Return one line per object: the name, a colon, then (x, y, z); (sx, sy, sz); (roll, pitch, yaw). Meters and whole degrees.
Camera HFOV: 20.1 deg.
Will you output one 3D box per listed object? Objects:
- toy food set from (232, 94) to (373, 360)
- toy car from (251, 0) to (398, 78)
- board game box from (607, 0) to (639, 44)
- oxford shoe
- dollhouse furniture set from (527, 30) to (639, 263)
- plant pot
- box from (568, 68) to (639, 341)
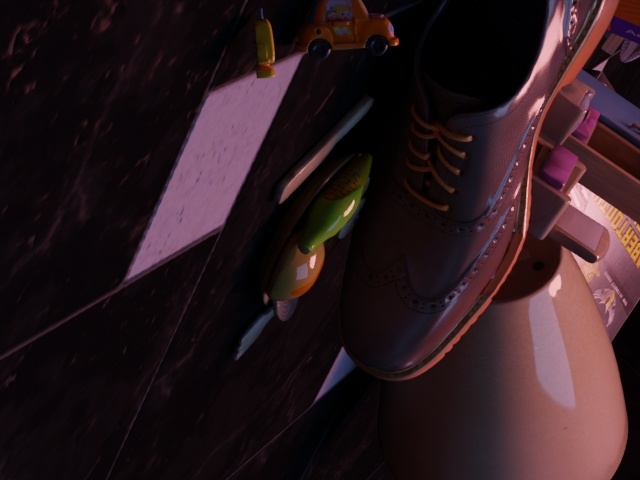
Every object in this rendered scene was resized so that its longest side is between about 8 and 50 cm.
toy food set: (0.000, 0.000, 1.238); (0.132, 0.038, 0.192); (-48, 164, -37)
toy car: (0.004, -0.113, 0.954); (0.122, 0.060, 0.041); (-40, 128, -72)
board game box: (0.442, -0.292, 1.304); (0.356, 0.356, 0.356); (-63, 166, -7)
oxford shoe: (0.085, -0.068, 1.247); (0.132, 0.130, 0.364); (-7, 120, -64)
dollhouse furniture set: (0.330, -0.151, 1.603); (0.303, 0.198, 0.286); (-57, 179, 34)
plant pot: (0.171, 0.099, 1.750); (0.256, 0.256, 0.274); (-50, 150, -30)
box: (0.275, -0.034, 1.864); (0.183, 0.056, 0.231); (-53, 126, -22)
